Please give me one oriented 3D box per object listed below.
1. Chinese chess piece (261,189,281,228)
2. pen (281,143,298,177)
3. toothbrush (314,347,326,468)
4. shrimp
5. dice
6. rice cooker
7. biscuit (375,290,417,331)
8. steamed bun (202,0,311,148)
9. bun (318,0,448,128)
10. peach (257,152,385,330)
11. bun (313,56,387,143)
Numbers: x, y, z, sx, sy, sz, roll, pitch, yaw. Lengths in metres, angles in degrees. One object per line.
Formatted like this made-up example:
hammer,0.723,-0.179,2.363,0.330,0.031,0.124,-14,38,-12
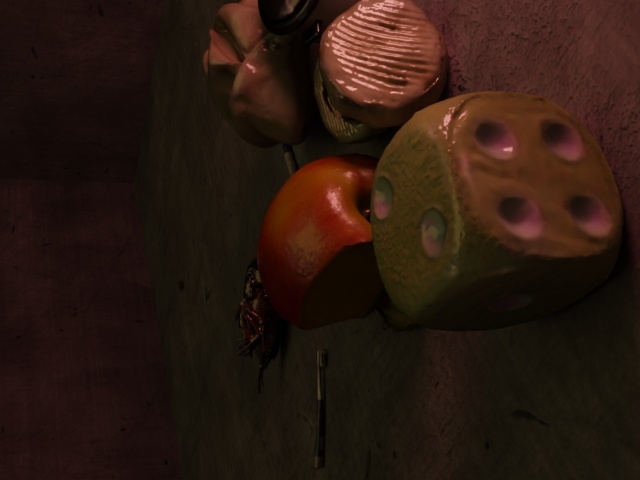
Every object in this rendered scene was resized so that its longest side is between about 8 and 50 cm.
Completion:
Chinese chess piece,-0.064,0.000,1.931,0.257,0.104,0.257,-179,90,-67
pen,-0.075,-0.195,2.061,0.025,0.025,0.204,115,148,-45
toothbrush,0.001,0.400,1.876,0.026,0.024,0.288,3,92,53
shrimp,-0.160,0.221,2.149,0.172,0.137,0.372,-28,-48,-75
dice,0.222,-0.029,1.057,0.254,0.251,0.250,128,138,-54
rice cooker,-0.007,-0.520,1.595,0.241,0.227,0.281,-21,68,49
biscuit,0.136,0.050,1.539,0.187,0.036,0.274,142,124,-62
steamed bun,-0.146,-0.403,1.849,0.342,0.254,0.368,-56,-34,-86
bun,0.109,-0.304,1.401,0.141,0.239,0.239,61,-159,-72
peach,0.000,0.000,1.518,0.380,0.242,0.306,114,146,-51
bun,0.077,-0.296,1.580,0.221,0.108,0.221,15,109,53
